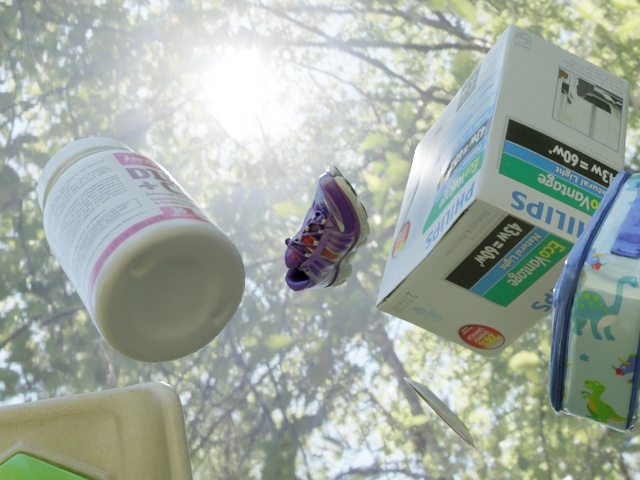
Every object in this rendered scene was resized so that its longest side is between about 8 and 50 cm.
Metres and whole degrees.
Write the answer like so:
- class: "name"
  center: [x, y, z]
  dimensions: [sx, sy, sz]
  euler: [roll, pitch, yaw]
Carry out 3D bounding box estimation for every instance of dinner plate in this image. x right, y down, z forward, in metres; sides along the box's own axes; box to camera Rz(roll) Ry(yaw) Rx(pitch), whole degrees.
- class: "dinner plate"
  center: [0.174, 0.243, 1.265]
  dimensions: [0.017, 0.141, 0.141]
  euler: [-45, -52, -4]

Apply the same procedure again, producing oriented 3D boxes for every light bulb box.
- class: "light bulb box"
  center: [0.285, -0.067, 1.395]
  dimensions: [0.225, 0.361, 0.358]
  euler: [23, -35, -8]

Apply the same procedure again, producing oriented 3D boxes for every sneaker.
- class: "sneaker"
  center: [0.000, 0.000, 0.866]
  dimensions: [0.071, 0.068, 0.170]
  euler: [-19, -34, -24]

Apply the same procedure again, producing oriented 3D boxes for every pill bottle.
- class: "pill bottle"
  center: [-0.211, -0.004, 0.976]
  dimensions: [0.160, 0.283, 0.160]
  euler: [-16, -56, -25]

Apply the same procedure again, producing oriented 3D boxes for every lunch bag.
- class: "lunch bag"
  center: [0.275, 0.045, 0.801]
  dimensions: [0.219, 0.090, 0.176]
  euler: [-47, -38, -44]

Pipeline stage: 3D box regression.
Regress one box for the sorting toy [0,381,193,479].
- class: "sorting toy"
  center: [-0.141, 0.157, 0.311]
  dimensions: [0.208, 0.193, 0.038]
  euler: [-9, -22, -6]
